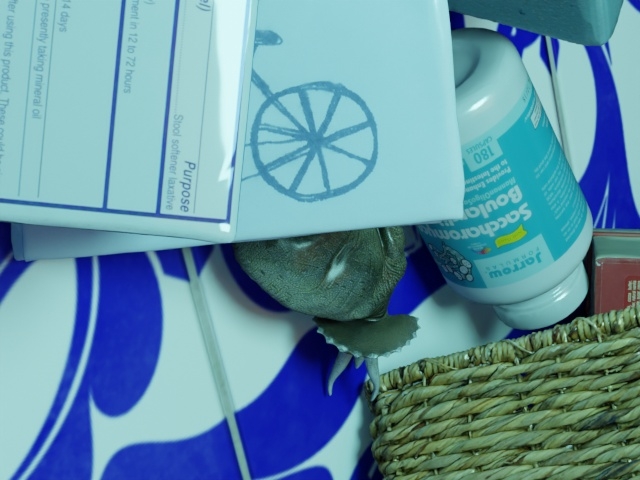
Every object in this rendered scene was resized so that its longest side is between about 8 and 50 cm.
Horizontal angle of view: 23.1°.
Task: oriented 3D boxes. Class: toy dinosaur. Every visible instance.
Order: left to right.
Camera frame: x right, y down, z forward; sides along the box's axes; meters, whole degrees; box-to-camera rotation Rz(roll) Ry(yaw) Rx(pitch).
[{"bbox_3d":[0.000,0.000,1.247,0.313,0.121,0.160,39,57,-46],"label":"toy dinosaur"}]

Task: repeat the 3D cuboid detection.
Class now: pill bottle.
[{"bbox_3d":[0.149,-0.045,1.374,0.146,0.146,0.264,-51,127,-29],"label":"pill bottle"}]

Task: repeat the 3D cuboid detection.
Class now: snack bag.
[{"bbox_3d":[-0.071,-0.161,1.072,0.323,0.037,0.343,-6,104,-4],"label":"snack bag"}]

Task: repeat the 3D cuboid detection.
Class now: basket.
[{"bbox_3d":[0.217,0.211,1.364,0.213,0.299,0.223,37,40,-56],"label":"basket"}]

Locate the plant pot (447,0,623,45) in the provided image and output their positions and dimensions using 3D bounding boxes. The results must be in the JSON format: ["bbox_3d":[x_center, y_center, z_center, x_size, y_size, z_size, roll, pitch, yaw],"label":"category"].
[{"bbox_3d":[0.134,-0.333,1.182,0.252,0.247,0.247,63,45,-70],"label":"plant pot"}]

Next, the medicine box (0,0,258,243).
[{"bbox_3d":[-0.187,-0.143,0.927,0.289,0.149,0.264,5,91,-16],"label":"medicine box"}]

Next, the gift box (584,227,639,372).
[{"bbox_3d":[0.387,0.120,1.521,0.258,0.276,0.255,-42,138,-80],"label":"gift box"}]
